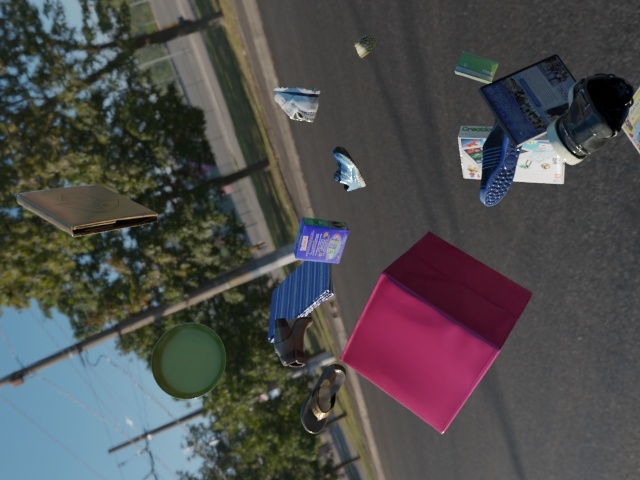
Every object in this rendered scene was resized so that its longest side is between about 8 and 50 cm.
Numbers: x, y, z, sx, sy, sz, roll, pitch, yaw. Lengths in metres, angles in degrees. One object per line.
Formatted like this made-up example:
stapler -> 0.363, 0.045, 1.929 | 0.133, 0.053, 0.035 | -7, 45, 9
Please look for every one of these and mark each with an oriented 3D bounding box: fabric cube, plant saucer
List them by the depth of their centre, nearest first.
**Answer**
fabric cube -> 0.241, 0.180, 1.289 | 0.258, 0.259, 0.254 | 32, 124, 18
plant saucer -> -0.417, 0.384, 1.974 | 0.037, 0.241, 0.241 | 79, 168, -73

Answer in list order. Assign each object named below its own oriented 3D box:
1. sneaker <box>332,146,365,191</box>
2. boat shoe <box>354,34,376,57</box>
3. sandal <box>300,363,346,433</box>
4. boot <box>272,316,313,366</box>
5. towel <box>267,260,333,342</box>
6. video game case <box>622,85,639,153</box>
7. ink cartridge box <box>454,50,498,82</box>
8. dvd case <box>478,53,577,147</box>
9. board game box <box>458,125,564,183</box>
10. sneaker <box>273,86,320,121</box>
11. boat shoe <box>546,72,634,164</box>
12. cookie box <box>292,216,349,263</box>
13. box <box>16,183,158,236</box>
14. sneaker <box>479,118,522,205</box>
sneaker -> 0.067, -0.189, 1.705 | 0.162, 0.073, 0.063 | 55, -173, -45
boat shoe -> 0.131, -0.594, 1.861 | 0.048, 0.056, 0.153 | 49, -150, -19
sandal -> 0.013, 0.452, 1.741 | 0.090, 0.219, 0.060 | 25, -168, -20
boot -> -0.044, 0.183, 1.114 | 0.118, 0.042, 0.087 | 6, -116, -52
towel -> -0.065, 0.176, 2.085 | 0.040, 0.336, 0.243 | 30, -143, -25
video game case -> 0.783, -0.264, 1.412 | 0.227, 0.026, 0.206 | 83, 166, -66
ink cartridge box -> 0.450, -0.499, 1.789 | 0.209, 0.109, 0.062 | -46, -24, -71
dvd case -> 0.549, -0.358, 1.573 | 0.180, 0.253, 0.022 | 61, 165, 13
board game box -> 0.583, -0.260, 1.883 | 0.193, 0.305, 0.053 | 66, -142, -50
sneaker -> -0.080, -0.404, 1.828 | 0.235, 0.090, 0.095 | -152, 60, -61
boat shoe -> 0.541, -0.261, 1.189 | 0.127, 0.340, 0.113 | 53, 137, 2
cookie box -> 0.000, 0.000, 1.406 | 0.040, 0.107, 0.092 | -116, 38, -57
box -> -0.416, -0.059, 1.106 | 0.201, 0.164, 0.021 | 22, 115, 36
sneaker -> 0.466, -0.210, 1.639 | 0.090, 0.081, 0.232 | 45, 122, 55
